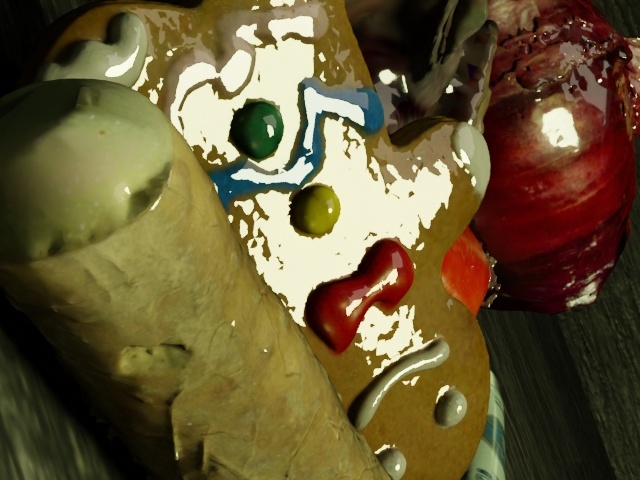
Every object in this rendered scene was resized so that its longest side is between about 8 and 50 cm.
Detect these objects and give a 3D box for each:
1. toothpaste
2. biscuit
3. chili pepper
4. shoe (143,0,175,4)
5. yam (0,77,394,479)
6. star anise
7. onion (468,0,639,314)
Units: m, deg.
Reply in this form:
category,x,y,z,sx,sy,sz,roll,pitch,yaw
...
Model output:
category,x,y,z,sx,sy,sz,roll,pitch,yaw
toothpaste,0.084,0.131,1.060,0.239,0.039,0.062,-79,154,-69
biscuit,0.001,0.000,0.586,0.031,0.138,0.205,12,-46,52
chili pepper,0.038,-0.005,1.034,0.088,0.065,0.169,56,8,25
shoe,-0.066,-0.141,0.665,0.227,0.125,0.099,136,-28,-74
yam,-0.014,0.066,0.536,0.066,0.066,0.299,-102,166,-45
star anise,0.022,-0.071,0.716,0.214,0.099,0.220,120,-12,-69
onion,0.128,-0.079,1.217,0.252,0.219,0.252,162,-90,-90
